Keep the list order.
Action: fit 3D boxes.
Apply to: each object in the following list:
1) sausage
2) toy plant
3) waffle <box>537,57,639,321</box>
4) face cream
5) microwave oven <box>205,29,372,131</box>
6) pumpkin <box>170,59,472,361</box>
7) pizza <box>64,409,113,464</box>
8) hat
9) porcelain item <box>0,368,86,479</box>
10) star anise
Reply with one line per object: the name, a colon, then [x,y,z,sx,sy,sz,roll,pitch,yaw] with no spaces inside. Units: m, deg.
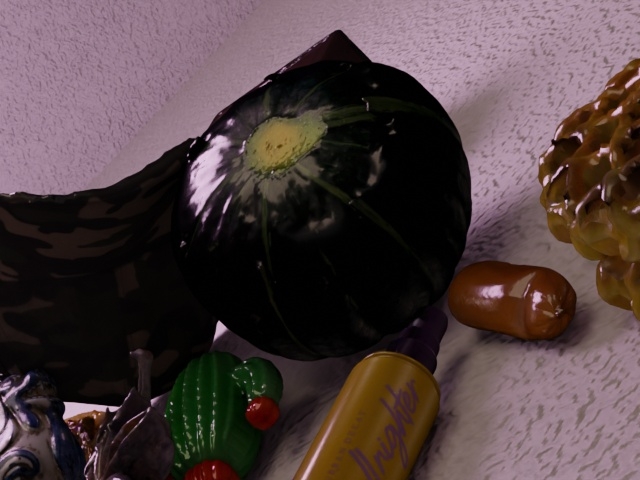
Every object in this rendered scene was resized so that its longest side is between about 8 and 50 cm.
sausage: [0.156,0.048,1.148,0.183,0.054,0.062,2,78,65]
toy plant: [-0.092,0.175,1.331,0.154,0.088,0.240,-52,18,-8]
waffle: [0.306,-0.089,0.993,0.324,0.151,0.261,-41,19,0]
face cream: [0.042,0.149,1.106,0.078,0.078,0.273,-27,21,42]
microwave oven: [-0.021,-0.109,1.748,0.247,0.178,0.188,-30,20,35]
pumpkin: [0.011,-0.011,1.367,0.296,0.296,0.296,-38,16,13]
pizza: [-0.291,0.244,1.681,0.127,0.058,0.246,-44,14,-4]
hat: [-0.221,0.056,1.525,0.366,0.257,0.381,-19,0,-14]
porcelain item: [-0.376,0.272,1.535,0.288,0.138,0.186,-35,59,23]
star anise: [-0.184,0.227,1.288,0.230,0.081,0.262,128,165,-64]
